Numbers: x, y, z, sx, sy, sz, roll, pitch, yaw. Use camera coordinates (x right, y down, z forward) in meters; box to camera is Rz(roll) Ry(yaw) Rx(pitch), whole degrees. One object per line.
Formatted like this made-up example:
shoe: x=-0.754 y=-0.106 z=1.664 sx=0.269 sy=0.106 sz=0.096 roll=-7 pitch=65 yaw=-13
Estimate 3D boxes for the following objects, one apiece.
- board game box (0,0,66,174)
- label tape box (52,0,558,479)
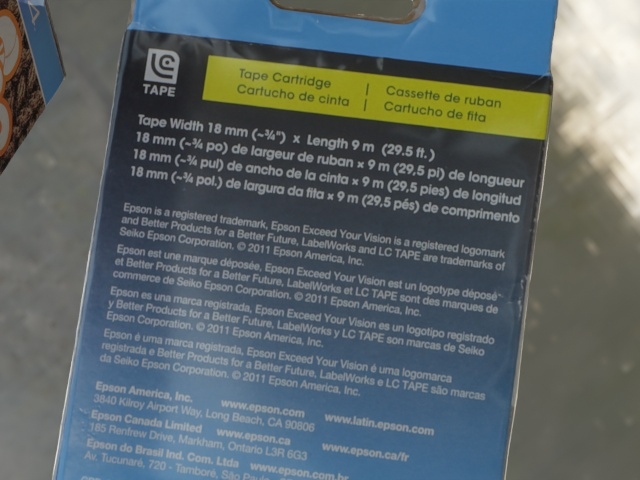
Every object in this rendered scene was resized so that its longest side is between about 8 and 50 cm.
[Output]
board game box: x=-0.279 y=-0.050 z=0.835 sx=0.232 sy=0.291 sz=0.141 roll=7 pitch=133 yaw=17
label tape box: x=0.000 y=0.000 z=1.107 sx=0.240 sy=0.334 sz=0.106 roll=8 pitch=172 yaw=7
